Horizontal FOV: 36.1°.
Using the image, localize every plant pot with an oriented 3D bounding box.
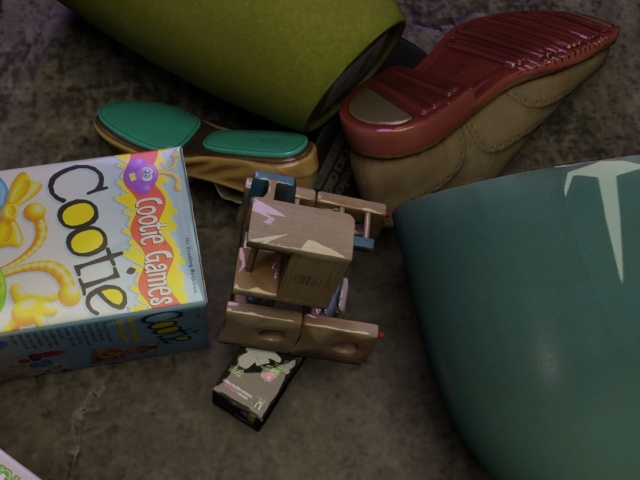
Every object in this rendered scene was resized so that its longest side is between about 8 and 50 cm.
[{"bbox_3d":[0.216,0.073,0.791,0.293,0.293,0.235,-6,84,-8],"label":"plant pot"},{"bbox_3d":[-0.074,-0.245,0.881,0.293,0.275,0.275,43,72,5],"label":"plant pot"}]

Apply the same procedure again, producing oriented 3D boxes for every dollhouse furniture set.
[{"bbox_3d":[0.000,0.000,0.780,0.129,0.183,0.129,10,60,-8],"label":"dollhouse furniture set"}]

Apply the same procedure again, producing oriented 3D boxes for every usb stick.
[{"bbox_3d":[0.026,-0.084,0.945,0.077,0.045,0.278,27,70,-3],"label":"usb stick"}]

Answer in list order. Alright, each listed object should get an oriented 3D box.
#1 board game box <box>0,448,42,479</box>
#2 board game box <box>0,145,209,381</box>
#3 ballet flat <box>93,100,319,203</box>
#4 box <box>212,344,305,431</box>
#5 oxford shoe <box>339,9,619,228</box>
[{"bbox_3d":[-0.217,0.224,0.729,0.305,0.193,0.053,34,60,7],"label":"board game box"},{"bbox_3d":[-0.241,0.029,0.826,0.275,0.144,0.142,-8,71,-9],"label":"board game box"},{"bbox_3d":[-0.110,-0.072,0.905,0.232,0.073,0.080,15,40,25],"label":"ballet flat"},{"bbox_3d":[-0.051,0.115,0.855,0.052,0.062,0.083,32,69,6],"label":"box"},{"bbox_3d":[0.158,-0.128,0.953,0.348,0.130,0.123,-28,40,-28],"label":"oxford shoe"}]
